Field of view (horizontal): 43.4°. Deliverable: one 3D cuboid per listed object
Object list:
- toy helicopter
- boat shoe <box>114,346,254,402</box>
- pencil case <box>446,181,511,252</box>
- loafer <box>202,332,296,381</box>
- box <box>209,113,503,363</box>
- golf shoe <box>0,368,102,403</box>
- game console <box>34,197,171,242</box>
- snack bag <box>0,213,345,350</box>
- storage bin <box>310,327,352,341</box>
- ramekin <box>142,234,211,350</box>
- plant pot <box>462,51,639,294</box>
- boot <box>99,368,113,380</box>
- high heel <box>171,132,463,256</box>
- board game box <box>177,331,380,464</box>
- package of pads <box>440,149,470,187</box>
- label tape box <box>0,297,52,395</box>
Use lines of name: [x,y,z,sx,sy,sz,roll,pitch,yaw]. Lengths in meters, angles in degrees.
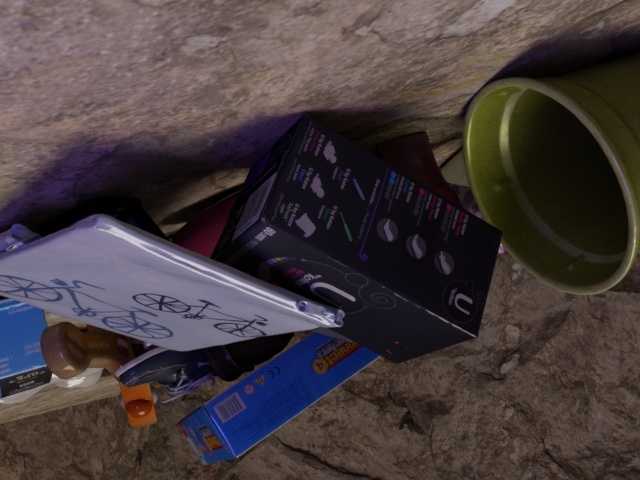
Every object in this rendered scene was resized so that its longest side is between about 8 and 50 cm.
toy helicopter: [-0.340,0.193,1.309,0.140,0.235,0.355,-20,170,10]
boat shoe: [-0.203,0.198,1.258,0.095,0.079,0.254,-27,168,34]
pencil case: [0.178,-0.045,1.145,0.088,0.206,0.086,-53,155,-48]
loafer: [-0.104,0.150,1.226,0.078,0.080,0.220,-34,174,19]
box: [0.040,0.010,0.902,0.270,0.143,0.165,28,151,-16]
golf shoe: [-0.544,0.235,1.595,0.140,0.115,0.306,-45,159,29]
game console: [-0.252,0.004,0.931,0.122,0.071,0.107,-26,168,31]
snack bag: [-0.197,0.054,0.889,0.323,0.037,0.342,26,152,-36]
storage bin: [-0.002,0.081,1.095,0.135,0.098,0.091,13,158,30]
ramekin: [-0.154,0.063,1.242,0.277,0.135,0.277,-18,170,-3]
plant pot: [0.360,-0.113,0.989,0.254,0.276,0.276,-28,174,-21]
boot: [-0.564,0.318,1.975,0.207,0.090,0.248,-27,171,30]
high heel: [0.000,0.000,1.049,0.377,0.181,0.127,-20,170,5]
board game box: [-0.058,0.226,1.268,0.308,0.086,0.302,-31,174,-22]
package of pads: [0.306,-0.100,1.311,0.229,0.101,0.296,-14,170,-18]
label tape box: [-0.555,0.191,1.261,0.249,0.115,0.348,-14,171,-24]
